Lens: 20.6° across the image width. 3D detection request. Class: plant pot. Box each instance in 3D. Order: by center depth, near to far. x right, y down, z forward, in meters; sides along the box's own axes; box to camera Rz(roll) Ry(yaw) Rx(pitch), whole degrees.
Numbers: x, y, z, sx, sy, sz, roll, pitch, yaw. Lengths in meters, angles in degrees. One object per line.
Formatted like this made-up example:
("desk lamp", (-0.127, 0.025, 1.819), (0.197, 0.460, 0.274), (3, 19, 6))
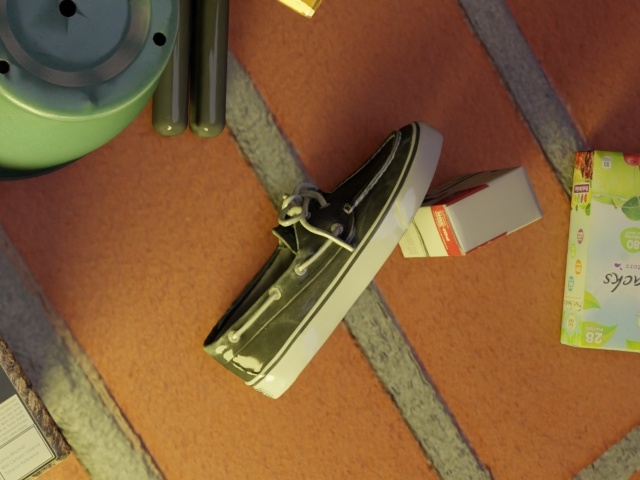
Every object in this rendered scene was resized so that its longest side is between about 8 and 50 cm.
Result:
("plant pot", (-0.241, -0.188, 1.504), (0.272, 0.255, 0.271), (-1, 91, -24))

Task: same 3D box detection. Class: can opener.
("can opener", (-0.113, -0.239, 1.644), (0.076, 0.095, 0.283), (1, 91, -23))

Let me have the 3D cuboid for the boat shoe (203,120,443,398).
("boat shoe", (-0.001, 0.000, 1.693), (0.105, 0.113, 0.306), (35, 93, -14))

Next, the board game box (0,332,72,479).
("board game box", (-0.396, 0.119, 1.507), (0.232, 0.141, 0.291), (-33, 104, -19))

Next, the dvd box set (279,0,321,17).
("dvd box set", (-0.147, -0.383, 1.500), (0.420, 0.062, 0.307), (30, 35, -8))

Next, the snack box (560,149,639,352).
("snack box", (0.351, 0.015, 1.849), (0.174, 0.070, 0.207), (4, 91, -11))

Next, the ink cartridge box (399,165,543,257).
("ink cartridge box", (0.141, -0.027, 1.738), (0.099, 0.135, 0.056), (-26, 98, -21))
